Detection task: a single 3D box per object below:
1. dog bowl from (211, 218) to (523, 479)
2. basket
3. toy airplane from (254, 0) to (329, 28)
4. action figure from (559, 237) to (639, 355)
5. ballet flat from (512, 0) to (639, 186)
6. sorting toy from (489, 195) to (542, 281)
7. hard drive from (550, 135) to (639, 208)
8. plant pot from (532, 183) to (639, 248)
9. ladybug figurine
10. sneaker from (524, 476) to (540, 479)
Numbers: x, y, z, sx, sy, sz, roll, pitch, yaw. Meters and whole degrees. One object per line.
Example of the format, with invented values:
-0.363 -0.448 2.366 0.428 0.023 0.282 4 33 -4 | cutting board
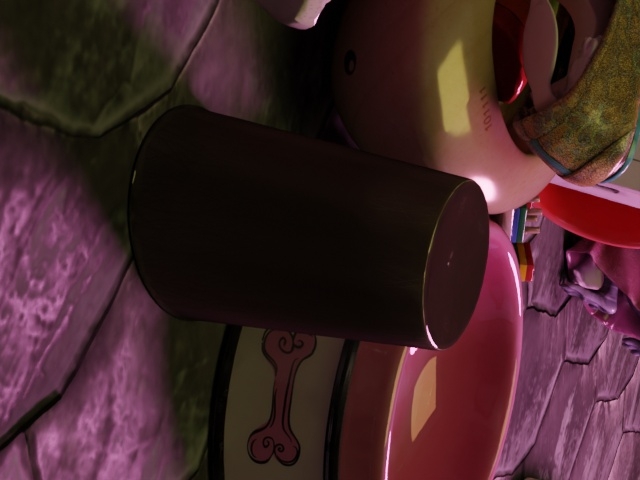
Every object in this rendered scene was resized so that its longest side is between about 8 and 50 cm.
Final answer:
0.064 0.135 1.444 0.408 0.150 0.408 -38 134 -55 | dog bowl
0.000 0.000 1.164 0.154 0.227 0.204 -66 153 -25 | basket
0.033 -0.327 1.043 0.386 0.272 0.384 -40 127 -28 | toy airplane
0.507 -0.033 2.193 0.370 0.275 0.248 -54 141 -18 | action figure
0.237 -0.213 1.342 0.123 0.123 0.348 59 41 -55 | ballet flat
0.217 -0.031 1.740 0.132 0.046 0.274 -89 -179 -57 | sorting toy
0.330 -0.216 1.651 0.047 0.233 0.353 115 -10 -71 | hard drive
0.381 -0.165 1.837 0.243 0.275 0.275 -60 149 -34 | plant pot
0.144 -0.196 1.440 0.449 0.162 0.305 -43 127 -50 | ladybug figurine
0.343 0.428 2.204 0.293 0.102 0.146 36 69 -63 | sneaker
